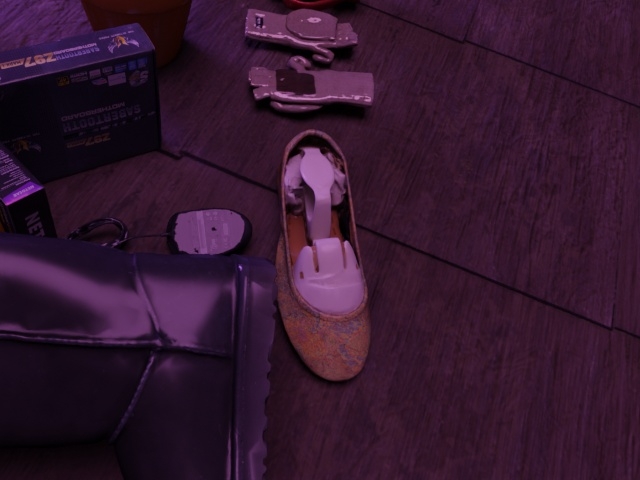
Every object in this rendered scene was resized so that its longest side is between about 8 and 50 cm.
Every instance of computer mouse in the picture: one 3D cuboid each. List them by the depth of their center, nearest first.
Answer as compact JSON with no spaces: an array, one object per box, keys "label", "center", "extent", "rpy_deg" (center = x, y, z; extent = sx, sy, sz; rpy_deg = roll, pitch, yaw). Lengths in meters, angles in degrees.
[{"label":"computer mouse","center":[-0.209,-0.001,0.784],"extent":[0.242,0.041,0.071],"rpy_deg":[-4,75,-9]}]

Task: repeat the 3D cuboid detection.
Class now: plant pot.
[{"label":"plant pot","center":[-0.280,-0.373,0.914],"extent":[0.205,0.188,0.205],"rpy_deg":[6,56,-9]}]

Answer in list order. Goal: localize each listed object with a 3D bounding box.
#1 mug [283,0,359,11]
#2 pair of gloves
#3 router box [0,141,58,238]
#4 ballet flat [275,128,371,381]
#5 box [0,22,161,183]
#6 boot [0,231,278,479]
[{"label":"mug","center":[-0.005,-0.483,1.110],"extent":[0.169,0.113,0.150],"rpy_deg":[7,96,-12]},{"label":"pair of gloves","center":[-0.023,-0.300,1.011],"extent":[0.204,0.042,0.240],"rpy_deg":[-3,56,-10]},{"label":"router box","center":[-0.356,-0.038,0.685],"extent":[0.133,0.179,0.046],"rpy_deg":[42,57,16]},{"label":"ballet flat","center":[0.000,0.000,0.775],"extent":[0.123,0.123,0.349],"rpy_deg":[0,58,-12]},{"label":"box","center":[-0.325,-0.165,0.771],"extent":[0.232,0.183,0.059],"rpy_deg":[-22,65,-25]},{"label":"boot","center":[-0.276,0.169,0.522],"extent":[0.445,0.146,0.367],"rpy_deg":[6,77,-17]}]
